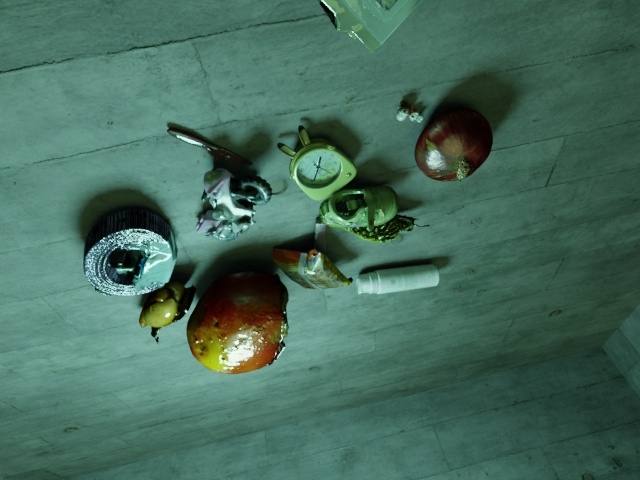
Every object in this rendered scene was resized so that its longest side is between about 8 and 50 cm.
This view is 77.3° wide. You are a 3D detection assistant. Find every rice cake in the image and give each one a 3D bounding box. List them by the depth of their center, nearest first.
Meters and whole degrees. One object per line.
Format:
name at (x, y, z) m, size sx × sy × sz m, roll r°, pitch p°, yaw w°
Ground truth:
rice cake at (0.000, 0.000, 1.440) m, size 0.047 × 0.036 × 0.206 m, roll 4°, pitch 137°, yaw 2°

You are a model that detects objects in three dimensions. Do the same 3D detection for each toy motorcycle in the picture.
toy motorcycle at (-0.285, -0.104, 1.184) m, size 0.188 × 0.143 × 0.327 m, roll 24°, pitch 140°, yaw -25°

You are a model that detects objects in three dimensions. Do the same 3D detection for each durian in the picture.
durian at (0.194, -0.046, 1.379) m, size 0.376 × 0.132 × 0.106 m, roll 6°, pitch 91°, yaw -15°

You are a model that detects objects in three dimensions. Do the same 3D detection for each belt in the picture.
belt at (-0.589, 0.045, 1.249) m, size 0.261 × 0.122 × 0.324 m, roll 9°, pitch 131°, yaw -32°

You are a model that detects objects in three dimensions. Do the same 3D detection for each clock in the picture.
clock at (-0.015, -0.229, 1.171) m, size 0.170 × 0.069 × 0.232 m, roll -33°, pitch 134°, yaw 19°

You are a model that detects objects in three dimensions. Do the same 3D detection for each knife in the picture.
knife at (-0.299, -0.250, 1.102) m, size 0.248 × 0.018 × 0.035 m, roll 20°, pitch 124°, yaw -34°

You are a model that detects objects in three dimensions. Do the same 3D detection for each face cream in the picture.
face cream at (0.313, 0.163, 1.660) m, size 0.346 × 0.101 × 0.101 m, roll -5°, pitch 137°, yaw -11°

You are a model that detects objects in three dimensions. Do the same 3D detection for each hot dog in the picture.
hot dog at (-0.575, 0.244, 1.424) m, size 0.107 × 0.194 × 0.326 m, roll 34°, pitch 122°, yaw -26°

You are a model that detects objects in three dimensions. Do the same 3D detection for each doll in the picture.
doll at (0.255, -0.360, 1.134) m, size 0.085 × 0.040 × 0.058 m, roll 0°, pitch 148°, yaw -10°

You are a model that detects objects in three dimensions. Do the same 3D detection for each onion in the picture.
onion at (0.402, -0.276, 1.192) m, size 0.248 × 0.161 × 0.247 m, roll -21°, pitch 133°, yaw -24°

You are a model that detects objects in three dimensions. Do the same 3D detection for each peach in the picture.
peach at (-0.276, 0.292, 1.449) m, size 0.417 × 0.338 × 0.353 m, roll -31°, pitch 136°, yaw 10°

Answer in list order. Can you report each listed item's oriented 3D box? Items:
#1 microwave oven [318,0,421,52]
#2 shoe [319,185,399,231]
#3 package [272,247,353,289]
microwave oven at (0.045, -0.581, 0.706) m, size 0.355 × 0.218 × 0.286 m, roll 27°, pitch 121°, yaw -36°
shoe at (0.128, -0.099, 1.272) m, size 0.263 × 0.128 × 0.139 m, roll -8°, pitch 95°, yaw -4°
package at (-0.036, 0.115, 1.476) m, size 0.224 × 0.108 × 0.288 m, roll -3°, pitch 145°, yaw 32°
